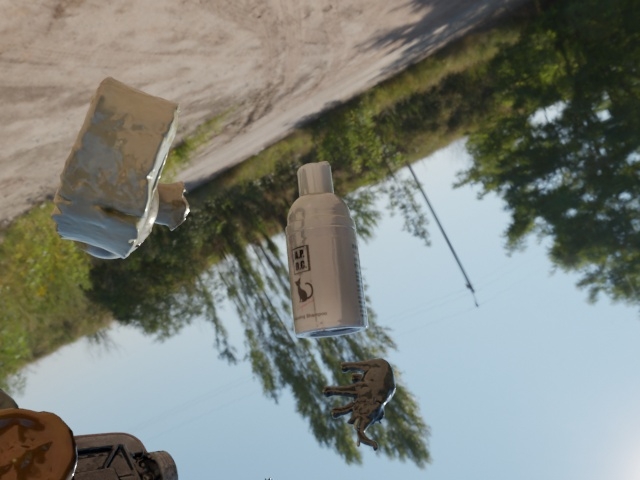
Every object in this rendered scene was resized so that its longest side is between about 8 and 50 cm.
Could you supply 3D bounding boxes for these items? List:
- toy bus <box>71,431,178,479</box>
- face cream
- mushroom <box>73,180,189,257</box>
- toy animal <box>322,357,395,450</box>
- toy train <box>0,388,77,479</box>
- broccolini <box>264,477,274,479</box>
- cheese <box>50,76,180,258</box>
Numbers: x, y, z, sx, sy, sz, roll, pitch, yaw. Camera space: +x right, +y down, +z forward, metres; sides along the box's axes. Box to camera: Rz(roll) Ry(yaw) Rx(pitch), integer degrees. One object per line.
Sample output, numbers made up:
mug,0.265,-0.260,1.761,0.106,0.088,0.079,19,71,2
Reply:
toy bus,-0.238,0.432,0.635,0.203,0.427,0.233,13,115,-46
face cream,0.000,0.000,1.146,0.145,0.369,0.145,-7,164,-2
mushroom,-0.480,-0.100,1.426,0.290,0.297,0.297,4,160,-45
toy animal,0.080,0.331,1.195,0.137,0.082,0.269,-8,-158,22
toy train,-0.267,0.241,0.325,0.232,0.369,0.163,15,131,-46
broccolini,-0.132,0.510,1.004,0.074,0.078,0.392,-8,143,-32
cheese,-0.371,-0.131,1.067,0.332,0.153,0.292,147,-42,-66
